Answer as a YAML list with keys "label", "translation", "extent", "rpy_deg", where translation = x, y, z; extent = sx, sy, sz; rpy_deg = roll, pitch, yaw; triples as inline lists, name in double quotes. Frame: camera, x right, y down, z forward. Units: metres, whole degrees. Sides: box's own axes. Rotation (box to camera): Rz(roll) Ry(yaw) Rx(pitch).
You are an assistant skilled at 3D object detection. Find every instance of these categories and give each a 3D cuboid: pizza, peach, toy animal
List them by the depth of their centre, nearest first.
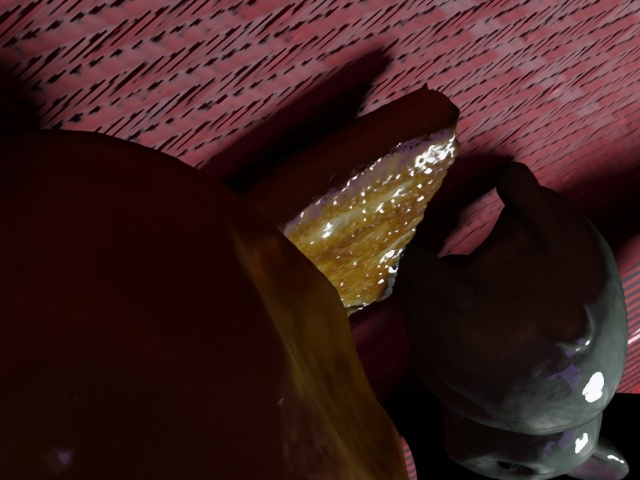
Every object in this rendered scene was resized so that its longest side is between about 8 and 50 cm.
- label: "peach"
  translation: [-0.074, 0.095, 0.553]
  extent: [0.214, 0.235, 0.214]
  rpy_deg: [-24, 157, -11]
- label: "pizza"
  translation: [0.000, 0.000, 0.780]
  extent: [0.184, 0.036, 0.176]
  rpy_deg: [-39, 162, 23]
- label: "toy animal"
  translation: [0.107, 0.078, 0.986]
  extent: [0.108, 0.138, 0.236]
  rpy_deg: [-28, 134, -12]

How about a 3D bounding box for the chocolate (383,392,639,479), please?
- label: "chocolate"
  translation: [0.228, 0.266, 1.246]
  extent: [0.383, 0.331, 0.383]
  rpy_deg: [4, 174, 0]
